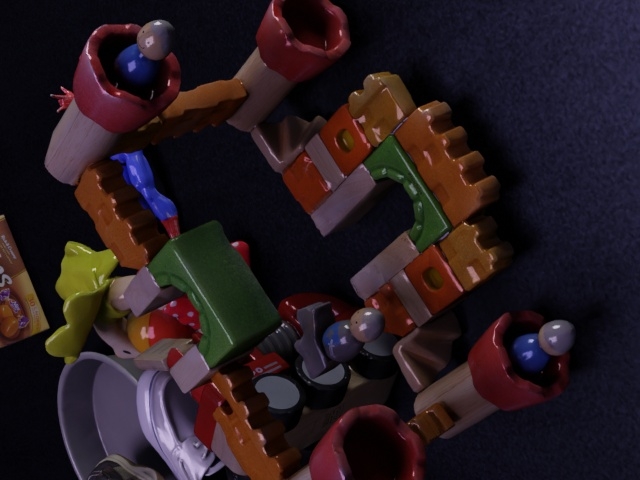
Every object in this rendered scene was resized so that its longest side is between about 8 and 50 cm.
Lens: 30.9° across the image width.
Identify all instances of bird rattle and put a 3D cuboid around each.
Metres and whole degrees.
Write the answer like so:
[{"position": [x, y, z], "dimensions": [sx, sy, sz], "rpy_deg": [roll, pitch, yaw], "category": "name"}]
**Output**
[{"position": [-0.188, 0.077, 1.373], "dimensions": [0.207, 0.253, 0.143], "rpy_deg": [75, -171, -56], "category": "bird rattle"}]

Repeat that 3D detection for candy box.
[{"position": [-0.489, 0.066, 1.714], "dimensions": [0.053, 0.109, 0.187], "rpy_deg": [-20, 91, 49], "category": "candy box"}]

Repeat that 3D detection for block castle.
[{"position": [0.000, 0.000, 1.013], "dimensions": [0.453, 0.303, 0.213], "rpy_deg": [57, 137, 10], "category": "block castle"}]

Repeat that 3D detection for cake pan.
[{"position": [-0.261, 0.284, 1.607], "dimensions": [0.293, 0.054, 0.293], "rpy_deg": [22, 122, 40], "category": "cake pan"}]

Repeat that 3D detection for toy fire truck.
[{"position": [-0.071, 0.129, 1.210], "dimensions": [0.246, 0.217, 0.158], "rpy_deg": [40, 133, 29], "category": "toy fire truck"}]

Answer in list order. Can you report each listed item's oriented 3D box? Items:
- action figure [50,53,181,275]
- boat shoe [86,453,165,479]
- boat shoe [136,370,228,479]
[{"position": [-0.259, -0.089, 1.383], "dimensions": [0.091, 0.139, 0.280], "rpy_deg": [-13, 95, 48], "category": "action figure"}, {"position": [-0.269, 0.334, 1.527], "dimensions": [0.223, 0.073, 0.080], "rpy_deg": [-8, 105, 56], "category": "boat shoe"}, {"position": [-0.142, 0.270, 1.457], "dimensions": [0.084, 0.095, 0.258], "rpy_deg": [-13, 107, 45], "category": "boat shoe"}]
